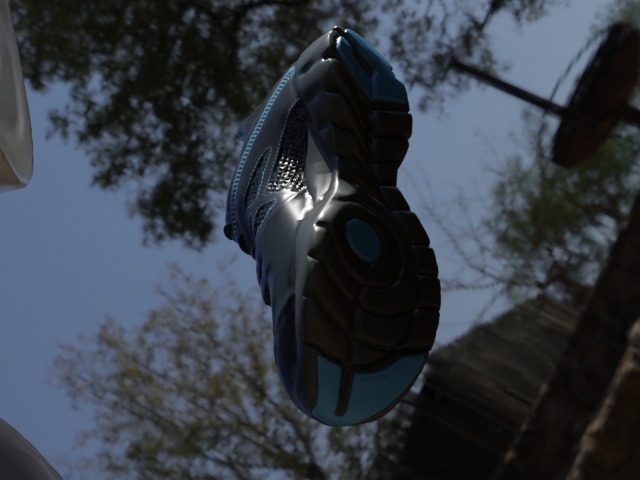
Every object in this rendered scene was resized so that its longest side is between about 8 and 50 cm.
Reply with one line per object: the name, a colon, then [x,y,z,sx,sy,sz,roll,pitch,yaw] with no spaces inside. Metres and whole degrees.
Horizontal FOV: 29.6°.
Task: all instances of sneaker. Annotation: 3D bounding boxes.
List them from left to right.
sneaker: [0.000,0.000,0.899,0.139,0.125,0.341,-33,38,33]

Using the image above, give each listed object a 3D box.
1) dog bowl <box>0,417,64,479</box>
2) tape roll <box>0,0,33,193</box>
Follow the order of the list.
dog bowl: [-0.220,0.141,0.451,0.265,0.265,0.104,-19,-43,-63]
tape roll: [-0.224,-0.150,0.584,0.100,0.286,0.286,-15,-33,-6]
